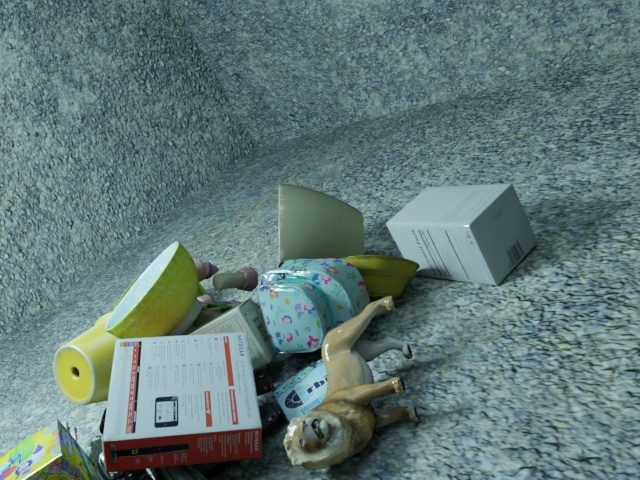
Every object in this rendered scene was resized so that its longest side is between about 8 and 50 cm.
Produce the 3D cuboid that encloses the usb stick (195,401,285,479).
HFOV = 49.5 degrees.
[{"bbox_3d":[-0.200,0.447,1.490,0.278,0.045,0.077,-34,23,-16],"label":"usb stick"}]

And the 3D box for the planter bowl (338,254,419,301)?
[{"bbox_3d":[0.140,0.104,1.740,0.217,0.217,0.090,-11,71,40],"label":"planter bowl"}]

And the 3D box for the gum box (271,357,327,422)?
[{"bbox_3d":[-0.011,0.337,1.512,0.157,0.041,0.184,-31,20,-8],"label":"gum box"}]

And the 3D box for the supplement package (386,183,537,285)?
[{"bbox_3d":[0.342,-0.019,1.707,0.177,0.175,0.293,-40,23,-25],"label":"supplement package"}]

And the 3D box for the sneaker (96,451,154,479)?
[{"bbox_3d":[-0.338,0.541,1.379,0.106,0.162,0.281,-27,54,-19],"label":"sneaker"}]

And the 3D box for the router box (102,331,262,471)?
[{"bbox_3d":[-0.289,0.327,1.467,0.301,0.082,0.335,-2,27,-10],"label":"router box"}]

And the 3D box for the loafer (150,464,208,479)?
[{"bbox_3d":[-0.268,0.480,1.388,0.084,0.096,0.267,-22,39,-31],"label":"loafer"}]

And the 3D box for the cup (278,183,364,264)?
[{"bbox_3d":[0.000,0.000,1.982,0.237,0.331,0.331,-2,21,-2],"label":"cup"}]

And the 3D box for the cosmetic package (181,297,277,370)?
[{"bbox_3d":[-0.276,0.290,1.735,0.309,0.160,0.113,-28,2,14],"label":"cosmetic package"}]

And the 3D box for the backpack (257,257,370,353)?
[{"bbox_3d":[-0.014,0.158,1.668,0.253,0.225,0.191,-6,16,27],"label":"backpack"}]

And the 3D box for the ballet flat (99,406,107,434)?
[{"bbox_3d":[-0.483,0.466,1.765,0.280,0.095,0.096,-21,31,49],"label":"ballet flat"}]

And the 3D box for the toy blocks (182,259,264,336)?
[{"bbox_3d":[-0.273,0.216,1.968,0.288,0.309,0.260,6,5,40],"label":"toy blocks"}]

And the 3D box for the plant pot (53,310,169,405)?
[{"bbox_3d":[-0.569,0.324,1.868,0.254,0.254,0.239,-15,0,33],"label":"plant pot"}]

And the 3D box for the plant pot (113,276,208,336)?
[{"bbox_3d":[-0.516,0.207,2.234,0.207,0.227,0.228,-27,20,21],"label":"plant pot"}]

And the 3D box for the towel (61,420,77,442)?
[{"bbox_3d":[-0.718,0.619,1.655,0.332,0.053,0.317,-44,22,-3],"label":"towel"}]

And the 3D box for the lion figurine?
[{"bbox_3d":[0.059,0.276,1.389,0.240,0.142,0.392,-19,28,17],"label":"lion figurine"}]

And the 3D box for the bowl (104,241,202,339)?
[{"bbox_3d":[-0.399,0.161,1.779,0.289,0.156,0.289,-43,17,16],"label":"bowl"}]

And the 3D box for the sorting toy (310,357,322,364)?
[{"bbox_3d":[0.017,0.280,1.655,0.083,0.012,0.062,-17,21,30],"label":"sorting toy"}]

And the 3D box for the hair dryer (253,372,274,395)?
[{"bbox_3d":[-0.243,0.415,1.627,0.293,0.080,0.223,-31,4,-23],"label":"hair dryer"}]

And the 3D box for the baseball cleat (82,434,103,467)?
[{"bbox_3d":[-0.595,0.560,1.697,0.109,0.072,0.206,-24,20,12],"label":"baseball cleat"}]

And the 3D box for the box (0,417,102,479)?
[{"bbox_3d":[-0.554,0.562,1.342,0.290,0.279,0.177,-35,21,-14],"label":"box"}]
